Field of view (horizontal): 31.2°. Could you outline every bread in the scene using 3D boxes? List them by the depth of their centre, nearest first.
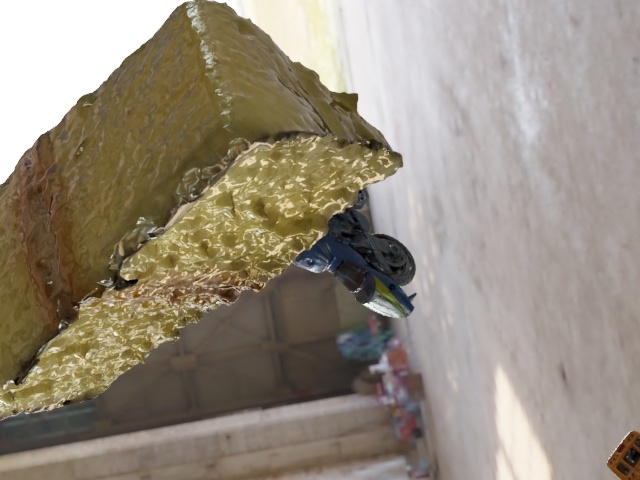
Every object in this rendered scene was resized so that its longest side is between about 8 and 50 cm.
[{"bbox_3d":[-0.105,0.000,0.602,0.142,0.266,0.178,48,-161,0],"label":"bread"}]

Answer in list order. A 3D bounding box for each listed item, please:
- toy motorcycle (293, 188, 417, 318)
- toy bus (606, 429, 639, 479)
[{"bbox_3d":[0.000,0.000,1.300,0.092,0.254,0.135,-53,10,42],"label":"toy motorcycle"},{"bbox_3d":[0.493,0.346,1.647,0.194,0.083,0.088,38,179,-41],"label":"toy bus"}]
